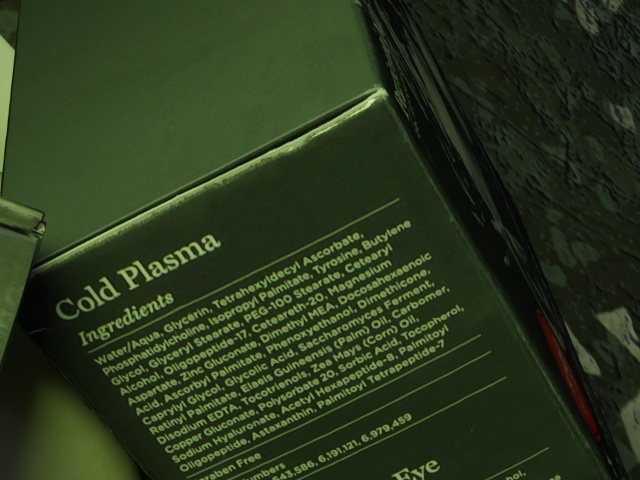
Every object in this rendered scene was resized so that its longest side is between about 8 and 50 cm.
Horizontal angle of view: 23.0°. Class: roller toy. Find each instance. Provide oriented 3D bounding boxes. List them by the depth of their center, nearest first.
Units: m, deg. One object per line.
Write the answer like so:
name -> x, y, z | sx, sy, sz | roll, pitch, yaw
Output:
roller toy -> -0.167, 0.070, 0.754 | 0.209, 0.146, 0.191 | -132, -159, -65

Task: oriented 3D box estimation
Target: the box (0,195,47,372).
box -> -0.298, 0.130, 0.495 | 0.318, 0.097, 0.394 | 19, 81, -18

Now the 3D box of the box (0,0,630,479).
box -> 0.000, 0.000, 0.804 | 0.312, 0.179, 0.343 | 56, 12, -33

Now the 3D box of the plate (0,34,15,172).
plate -> -0.267, -0.078, 0.898 | 0.277, 0.045, 0.278 | 7, 27, -42

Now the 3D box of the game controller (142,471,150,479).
game controller -> -0.077, 0.162, 0.896 | 0.166, 0.067, 0.319 | 21, 33, 19
